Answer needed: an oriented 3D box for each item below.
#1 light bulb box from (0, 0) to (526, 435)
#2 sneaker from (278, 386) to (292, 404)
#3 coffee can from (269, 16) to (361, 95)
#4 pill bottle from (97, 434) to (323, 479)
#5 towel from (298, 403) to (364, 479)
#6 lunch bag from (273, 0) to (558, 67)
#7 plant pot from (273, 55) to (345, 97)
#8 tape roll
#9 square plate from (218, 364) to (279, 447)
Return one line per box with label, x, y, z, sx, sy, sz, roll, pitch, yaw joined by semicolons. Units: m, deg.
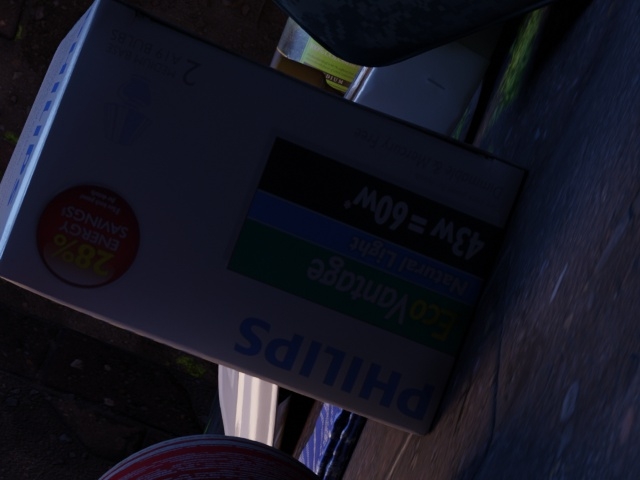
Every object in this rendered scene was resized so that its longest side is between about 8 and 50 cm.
light bulb box;-0.076;-0.020;1.458;0.361;0.358;0.225;-174;106;-77
sneaker;-0.063;0.157;2.536;0.090;0.081;0.232;-62;6;20
coffee can;0.057;-0.305;2.496;0.201;0.201;0.275;-84;16;-75
pill bottle;-0.063;0.246;1.056;0.408;0.229;0.229;170;122;-86
towel;0.026;0.137;1.783;0.243;0.040;0.336;-83;15;-77
lunch bag;0.103;-0.314;1.444;0.305;0.212;0.256;-18;40;49
plant pot;0.009;-0.084;2.038;0.205;0.188;0.205;-161;90;-89
tape roll;0.079;-0.136;1.819;0.286;0.100;0.286;-59;4;6
square plate;-0.094;0.127;2.308;0.344;0.049;0.347;-107;21;-67
